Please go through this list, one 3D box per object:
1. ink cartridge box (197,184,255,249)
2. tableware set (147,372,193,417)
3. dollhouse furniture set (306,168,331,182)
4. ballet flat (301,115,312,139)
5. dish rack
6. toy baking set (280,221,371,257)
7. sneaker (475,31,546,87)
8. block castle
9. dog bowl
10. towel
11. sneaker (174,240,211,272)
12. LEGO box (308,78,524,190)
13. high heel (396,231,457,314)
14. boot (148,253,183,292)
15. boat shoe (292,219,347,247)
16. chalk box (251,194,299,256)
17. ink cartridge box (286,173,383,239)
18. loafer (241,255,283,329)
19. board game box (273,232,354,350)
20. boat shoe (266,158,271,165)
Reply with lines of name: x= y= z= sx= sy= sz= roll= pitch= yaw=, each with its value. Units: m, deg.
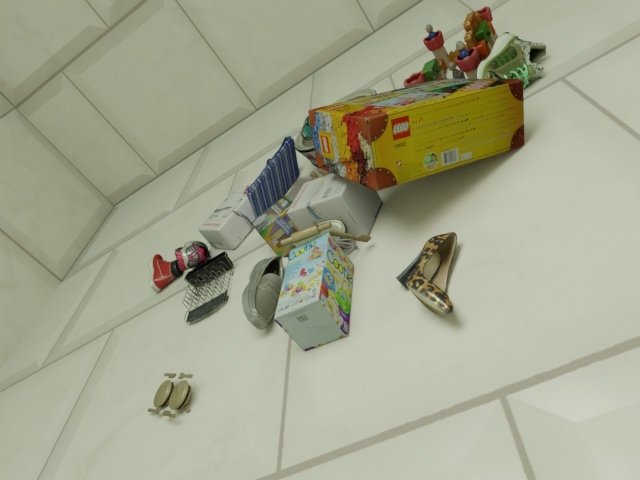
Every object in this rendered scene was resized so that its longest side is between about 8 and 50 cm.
ink cartridge box: x=-0.366 y=-0.104 z=2.172 sx=0.207 sy=0.117 sz=0.283 roll=2 pitch=47 yaw=51
tableware set: x=-0.435 y=0.462 z=1.493 sx=0.194 sy=0.039 sz=0.128 roll=-15 pitch=47 yaw=47
dollhouse furniture set: x=0.098 y=-0.245 z=1.849 sx=0.374 sy=0.152 sz=0.201 roll=-37 pitch=22 yaw=43
ballet flat: x=-0.050 y=-0.451 z=2.076 sx=0.070 sy=0.070 sz=0.188 roll=-24 pitch=29 yaw=26
dish rack: x=-0.425 y=0.178 z=1.868 sx=0.208 sy=0.074 sz=0.272 roll=-30 pitch=29 yaw=16
toy baking set: x=0.010 y=0.006 z=1.489 sx=0.256 sy=0.196 sz=0.030 roll=-24 pitch=57 yaw=22
sneaker: x=0.635 y=-0.552 z=1.655 sx=0.181 sy=0.158 sz=0.411 roll=11 pitch=58 yaw=34
block castle: x=0.519 y=-0.727 z=1.958 sx=0.302 sy=0.213 sz=0.453 roll=-14 pitch=36 yaw=38
dog bowl: x=0.095 y=-0.457 z=2.124 sx=0.407 sy=0.150 sz=0.408 roll=-29 pitch=28 yaw=17
towel: x=-0.190 y=-0.240 z=2.056 sx=0.040 sy=0.243 sz=0.336 roll=22 pitch=61 yaw=20
sneaker: x=-0.504 y=0.062 z=2.068 sx=0.111 sy=0.121 sz=0.299 roll=-13 pitch=9 yaw=0
LEGO box: x=0.273 y=-0.332 z=1.470 sx=0.499 sy=0.193 sz=0.372 roll=-18 pitch=24 yaw=-19
high heel: x=0.286 y=0.066 z=1.161 sx=0.186 sy=0.093 sz=0.261 roll=-45 pitch=19 yaw=1
boot: x=-0.688 y=0.110 z=2.275 sx=0.176 sy=0.088 sz=0.244 roll=-35 pitch=36 yaw=5
boat shoe: x=0.000 y=0.000 z=1.593 sx=0.233 sy=0.084 sz=0.079 roll=-33 pitch=-17 yaw=36
chalk box: x=-0.119 y=-0.068 z=1.814 sx=0.213 sy=0.132 sz=0.132 roll=-39 pitch=27 yaw=-4
ink cartridge box: x=0.046 y=-0.108 z=1.632 sx=0.232 sy=0.168 sz=0.171 roll=-13 pitch=35 yaw=38
loafer: x=-0.170 y=0.149 z=1.567 sx=0.111 sy=0.112 sz=0.320 roll=-38 pitch=26 yaw=19
board game box: x=-0.009 y=0.134 z=1.363 sx=0.144 sy=0.142 sz=0.275 roll=-25 pitch=31 yaw=24
boat shoe: x=-0.234 y=-0.307 z=2.352 sx=0.109 sy=0.089 sz=0.258 roll=-35 pitch=27 yaw=6
